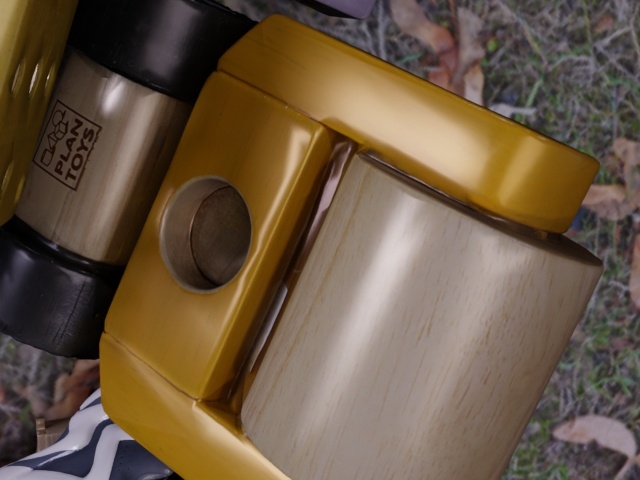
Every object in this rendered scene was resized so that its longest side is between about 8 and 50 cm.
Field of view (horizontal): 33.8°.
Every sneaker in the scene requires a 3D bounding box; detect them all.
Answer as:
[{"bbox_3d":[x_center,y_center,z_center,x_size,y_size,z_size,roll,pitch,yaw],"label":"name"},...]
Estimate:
[{"bbox_3d":[-0.141,0.184,0.597,0.235,0.153,0.094,-37,115,-20],"label":"sneaker"}]

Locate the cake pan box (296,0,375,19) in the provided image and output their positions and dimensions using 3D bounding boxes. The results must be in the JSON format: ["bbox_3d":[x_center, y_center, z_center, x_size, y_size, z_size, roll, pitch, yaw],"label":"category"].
[{"bbox_3d":[-0.048,-0.278,0.546,0.267,0.070,0.246,21,98,-24],"label":"cake pan box"}]

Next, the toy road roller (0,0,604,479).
[{"bbox_3d":[0.000,0.000,0.562,0.240,0.329,0.202,8,109,-55],"label":"toy road roller"}]

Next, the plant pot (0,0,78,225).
[{"bbox_3d":[-0.206,-0.093,0.426,0.187,0.212,0.212,18,96,-9],"label":"plant pot"}]

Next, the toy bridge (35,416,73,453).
[{"bbox_3d":[-0.176,0.205,0.695,0.063,0.026,0.188,-7,104,-17],"label":"toy bridge"}]
